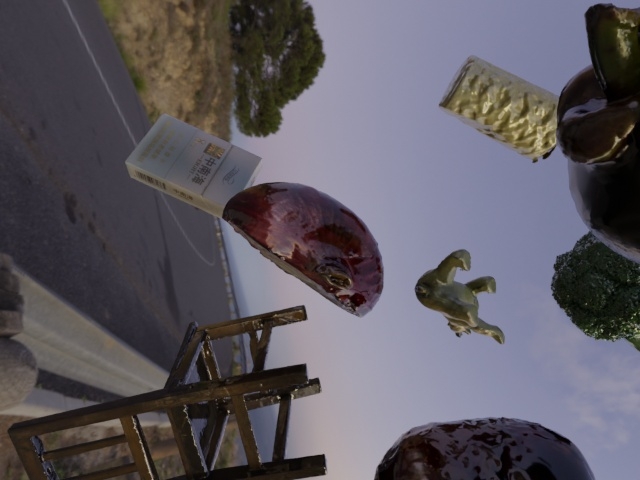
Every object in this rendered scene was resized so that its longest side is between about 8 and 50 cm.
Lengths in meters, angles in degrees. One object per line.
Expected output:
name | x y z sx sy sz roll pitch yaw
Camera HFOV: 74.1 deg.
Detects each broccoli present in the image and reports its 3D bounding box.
broccoli | 0.578 0.094 0.784 0.270 0.270 0.270 55 -4 -19

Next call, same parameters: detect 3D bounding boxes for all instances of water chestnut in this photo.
water chestnut | 0.165 0.319 0.399 0.244 0.289 0.288 -21 -96 48

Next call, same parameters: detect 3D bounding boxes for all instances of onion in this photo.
onion | 0.000 0.000 0.477 0.206 0.098 0.151 39 -12 -24

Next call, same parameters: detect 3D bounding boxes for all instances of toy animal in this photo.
toy animal | 0.218 0.101 0.671 0.219 0.101 0.103 32 56 -44

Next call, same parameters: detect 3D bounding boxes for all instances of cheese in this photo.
cheese | 0.265 -0.193 0.620 0.123 0.167 0.093 -67 -177 -61

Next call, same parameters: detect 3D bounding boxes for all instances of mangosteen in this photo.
mangosteen | 0.267 -0.078 0.311 0.194 0.231 0.194 -52 -161 25

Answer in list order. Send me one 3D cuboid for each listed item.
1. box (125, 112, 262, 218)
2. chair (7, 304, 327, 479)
box | -0.268 -0.158 0.921 0.067 0.243 0.155 116 -3 -65
chair | -0.213 0.272 0.713 0.240 0.417 0.202 -100 180 -73
